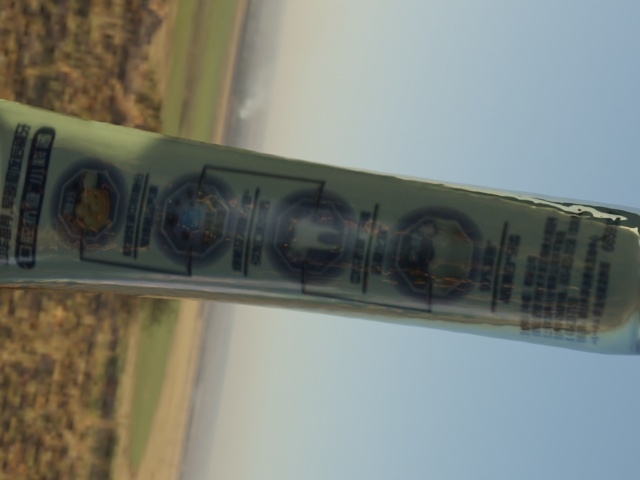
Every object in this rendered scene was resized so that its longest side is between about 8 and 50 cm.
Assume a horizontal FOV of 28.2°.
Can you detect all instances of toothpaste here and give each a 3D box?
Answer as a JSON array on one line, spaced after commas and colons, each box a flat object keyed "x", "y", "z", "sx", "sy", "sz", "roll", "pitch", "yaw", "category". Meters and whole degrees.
[{"x": 0.000, "y": 0.000, "z": 0.370, "sx": 0.039, "sy": 0.239, "sz": 0.062, "roll": -2, "pitch": 99, "yaw": -73, "category": "toothpaste"}]
